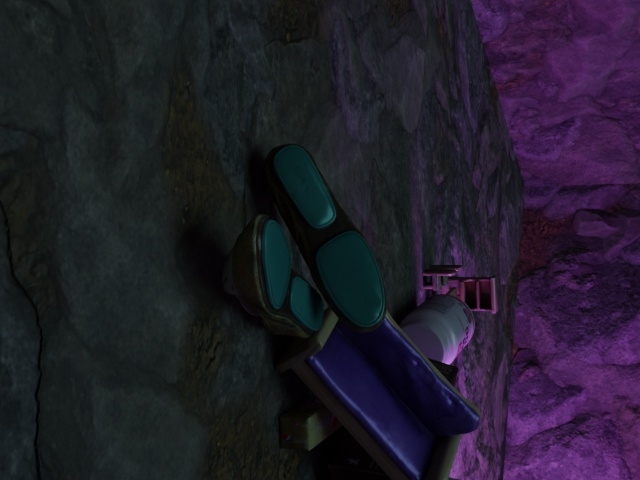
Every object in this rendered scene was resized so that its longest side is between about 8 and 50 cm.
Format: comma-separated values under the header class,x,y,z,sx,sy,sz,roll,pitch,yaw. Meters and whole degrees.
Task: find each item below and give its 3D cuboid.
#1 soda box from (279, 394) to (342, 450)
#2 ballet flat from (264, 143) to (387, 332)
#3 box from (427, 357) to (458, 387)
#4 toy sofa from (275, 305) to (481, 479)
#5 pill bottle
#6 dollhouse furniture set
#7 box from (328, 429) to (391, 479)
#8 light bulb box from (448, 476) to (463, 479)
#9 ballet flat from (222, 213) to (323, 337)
class,x,y,z,sx,sy,sz,roll,pitch,yaw
soda box,-0.012,0.332,1.537,0.181,0.058,0.061,-10,99,-67
ballet flat,0.000,0.000,1.400,0.342,0.116,0.124,59,-19,2
box,0.190,0.366,1.830,0.203,0.168,0.167,-37,140,-62
toy sofa,0.111,0.275,1.486,0.362,0.177,0.150,49,35,-9
pill bottle,0.285,0.242,2.110,0.283,0.160,0.160,-23,110,-65
dollhouse furniture set,0.408,0.175,2.398,0.242,0.161,0.212,-22,110,-66
box,0.121,0.562,1.708,0.191,0.143,0.381,-51,138,-57
light bulb box,0.338,0.686,1.609,0.361,0.358,0.225,-50,142,-56
ballet flat,-0.088,0.066,1.281,0.348,0.123,0.123,60,36,-62
